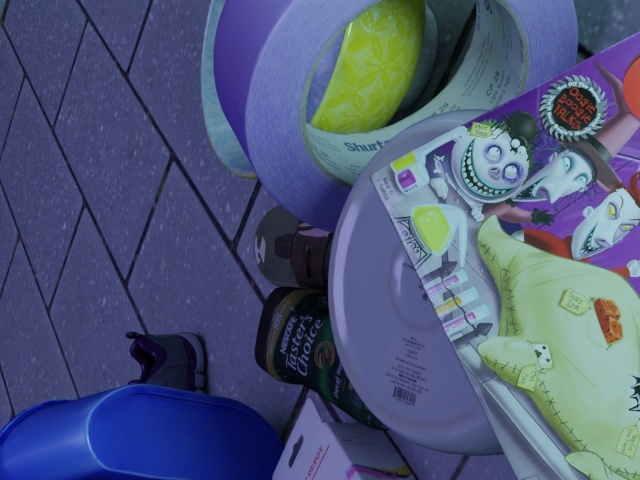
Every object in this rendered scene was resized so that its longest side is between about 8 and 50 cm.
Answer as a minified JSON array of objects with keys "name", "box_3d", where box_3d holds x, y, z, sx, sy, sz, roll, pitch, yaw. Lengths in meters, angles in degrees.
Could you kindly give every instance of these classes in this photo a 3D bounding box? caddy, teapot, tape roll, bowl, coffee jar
[{"name":"caddy","box_3d":[-0.184,0.279,1.167,0.179,0.341,0.241,-21,63,36]},{"name":"teapot","box_3d":[0.143,0.032,0.810,0.252,0.187,0.256,-46,50,38]},{"name":"tape roll","box_3d":[0.059,-0.137,0.902,0.275,0.275,0.090,-62,36,29]},{"name":"bowl","box_3d":[0.016,-0.191,1.100,0.289,0.156,0.289,-19,67,55]},{"name":"coffee jar","box_3d":[0.016,0.105,1.080,0.184,0.079,0.096,18,99,50]}]

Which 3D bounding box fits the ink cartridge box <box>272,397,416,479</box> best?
[{"name":"ink cartridge box","box_3d":[0.033,0.246,1.055,0.198,0.067,0.115,54,128,48]}]

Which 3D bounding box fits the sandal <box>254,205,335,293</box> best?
[{"name":"sandal","box_3d":[-0.001,0.002,1.148,0.303,0.086,0.120,-14,71,57]}]

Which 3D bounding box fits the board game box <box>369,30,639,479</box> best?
[{"name":"board game box","box_3d":[0.192,0.070,0.634,0.208,0.056,0.347,-27,79,7]}]

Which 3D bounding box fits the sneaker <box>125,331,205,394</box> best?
[{"name":"sneaker","box_3d":[-0.187,0.214,1.391,0.083,0.098,0.223,-47,45,43]}]
